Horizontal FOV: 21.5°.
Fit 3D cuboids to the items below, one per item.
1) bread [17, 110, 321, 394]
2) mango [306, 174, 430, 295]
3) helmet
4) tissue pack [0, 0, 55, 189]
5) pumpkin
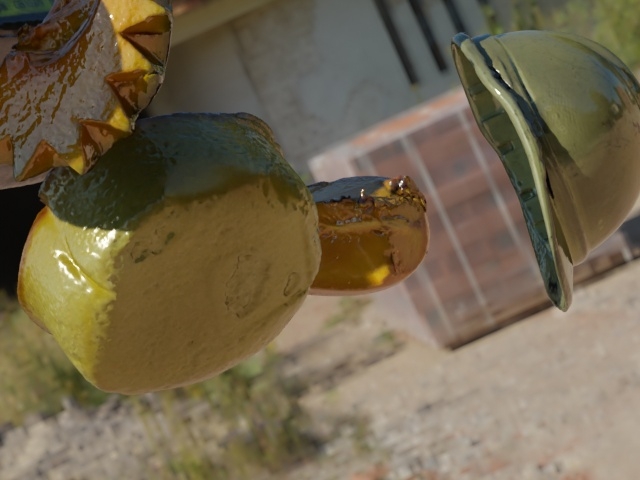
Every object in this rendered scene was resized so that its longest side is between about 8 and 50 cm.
[{"bbox_3d":[-0.128,0.011,1.463,0.270,0.148,0.270,-21,-42,-20],"label":"bread"},{"bbox_3d":[0.000,0.000,1.817,0.252,0.126,0.154,-7,3,36],"label":"mango"},{"bbox_3d":[0.222,-0.082,1.451,0.137,0.257,0.204,-22,-8,1],"label":"helmet"},{"bbox_3d":[-0.395,-0.155,1.678,0.394,0.124,0.288,-13,-25,-43],"label":"tissue pack"},{"bbox_3d":[-0.168,-0.153,1.333,0.149,0.130,0.254,21,-90,-83],"label":"pumpkin"}]
